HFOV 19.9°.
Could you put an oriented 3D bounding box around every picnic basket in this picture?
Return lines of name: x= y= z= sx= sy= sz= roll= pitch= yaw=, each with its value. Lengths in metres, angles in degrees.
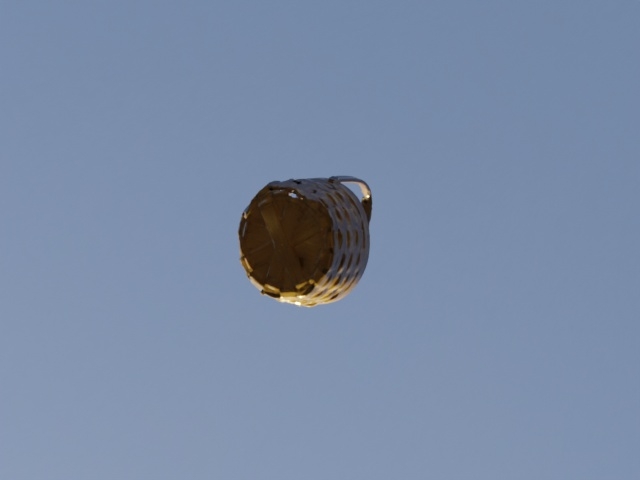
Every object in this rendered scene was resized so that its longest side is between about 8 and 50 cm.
picnic basket: x=0.000 y=0.000 z=0.956 sx=0.072 sy=0.083 sz=0.072 roll=2 pitch=-86 yaw=31
